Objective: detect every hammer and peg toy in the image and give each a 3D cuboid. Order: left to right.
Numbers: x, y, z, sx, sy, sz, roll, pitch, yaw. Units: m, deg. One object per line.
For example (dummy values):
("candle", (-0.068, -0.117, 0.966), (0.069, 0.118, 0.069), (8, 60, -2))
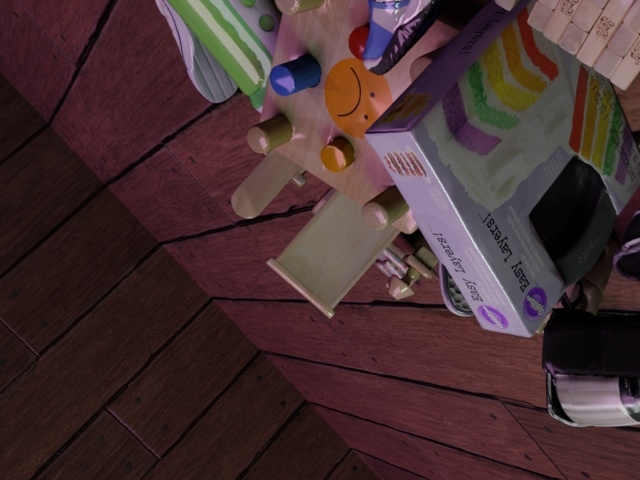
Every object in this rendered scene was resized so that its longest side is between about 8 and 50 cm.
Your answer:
("hammer and peg toy", (0.055, -0.212, 0.832), (0.266, 0.127, 0.361), (34, 131, 22))

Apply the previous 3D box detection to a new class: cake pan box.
("cake pan box", (0.192, -0.077, 0.711), (0.070, 0.246, 0.266), (12, 142, 55))

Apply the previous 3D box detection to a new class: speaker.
("speaker", (-0.116, -0.305, 1.005), (0.296, 0.131, 0.131), (49, 158, -15))

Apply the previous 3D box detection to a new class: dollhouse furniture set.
("dollhouse furniture set", (0.000, 0.000, 1.170), (0.303, 0.174, 0.355), (42, 175, -2))
("dollhouse furniture set", (0.320, 0.063, 0.959), (0.184, 0.128, 0.129), (29, 171, -37))

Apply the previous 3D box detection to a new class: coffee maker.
("coffee maker", (0.319, 0.110, 0.750), (0.178, 0.120, 0.171), (-17, 90, 58))

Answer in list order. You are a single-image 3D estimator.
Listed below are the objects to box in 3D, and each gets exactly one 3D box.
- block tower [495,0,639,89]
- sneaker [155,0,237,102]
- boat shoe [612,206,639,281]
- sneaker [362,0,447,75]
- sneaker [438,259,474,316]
("block tower", (0.280, -0.168, 0.590), (0.335, 0.097, 0.091), (38, 159, 12))
("sneaker", (-0.191, -0.335, 1.164), (0.091, 0.094, 0.258), (51, 163, 38))
("boat shoe", (0.403, 0.004, 0.676), (0.113, 0.105, 0.306), (53, 158, -23))
("sneaker", (0.074, -0.234, 0.638), (0.081, 0.080, 0.211), (32, 139, 7))
("sneaker", (0.181, 0.005, 0.961), (0.086, 0.226, 0.163), (11, 158, -3))
